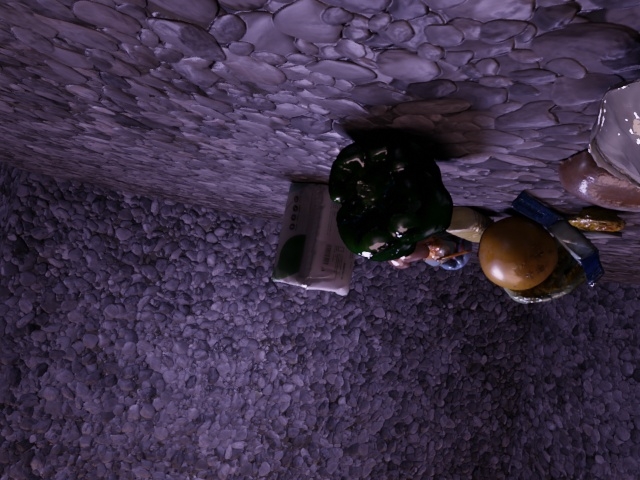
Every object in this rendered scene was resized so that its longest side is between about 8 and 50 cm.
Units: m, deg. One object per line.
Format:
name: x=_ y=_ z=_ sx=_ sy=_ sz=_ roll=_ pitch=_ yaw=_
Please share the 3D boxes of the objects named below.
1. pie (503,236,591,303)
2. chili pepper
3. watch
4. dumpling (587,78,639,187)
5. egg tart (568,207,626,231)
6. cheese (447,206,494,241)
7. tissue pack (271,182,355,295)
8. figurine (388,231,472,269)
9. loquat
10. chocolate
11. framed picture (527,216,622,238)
pie: x=0.732 y=0.087 z=1.410 sx=0.067 sy=0.302 sz=0.302 roll=42 pitch=164 yaw=-19
chili pepper: x=0.155 y=-0.084 z=0.900 sx=0.233 sy=0.248 sz=0.257 roll=-8 pitch=176 yaw=36
watch: x=0.630 y=-0.023 z=1.156 sx=0.276 sy=0.068 sz=0.275 roll=51 pitch=-149 yaw=12
dumpling: x=0.422 y=-0.097 z=0.441 sx=0.260 sy=0.181 sz=0.341 roll=18 pitch=-157 yaw=30
egg tart: x=0.717 y=-0.055 z=1.122 sx=0.131 sy=0.052 sz=0.130 roll=10 pitch=178 yaw=0
cheese: x=0.496 y=-0.051 z=1.439 sx=0.167 sy=0.093 sz=0.123 roll=14 pitch=176 yaw=-44
tissue pack: x=-0.001 y=-0.001 z=1.528 sx=0.194 sy=0.356 sz=0.266 roll=7 pitch=175 yaw=40
figurine: x=0.371 y=-0.012 z=1.576 sx=0.388 sy=0.248 sz=0.277 roll=1 pitch=179 yaw=-35
loquat: x=0.604 y=0.038 z=1.337 sx=0.235 sy=0.234 sz=0.235 roll=10 pitch=176 yaw=1
chocolate: x=0.563 y=-0.092 z=0.759 sx=0.262 sy=0.083 sz=0.161 roll=10 pitch=175 yaw=7
framed picture: x=0.788 y=-0.039 z=1.434 sx=0.289 sy=0.016 sz=0.213 roll=11 pitch=176 yaw=-11
